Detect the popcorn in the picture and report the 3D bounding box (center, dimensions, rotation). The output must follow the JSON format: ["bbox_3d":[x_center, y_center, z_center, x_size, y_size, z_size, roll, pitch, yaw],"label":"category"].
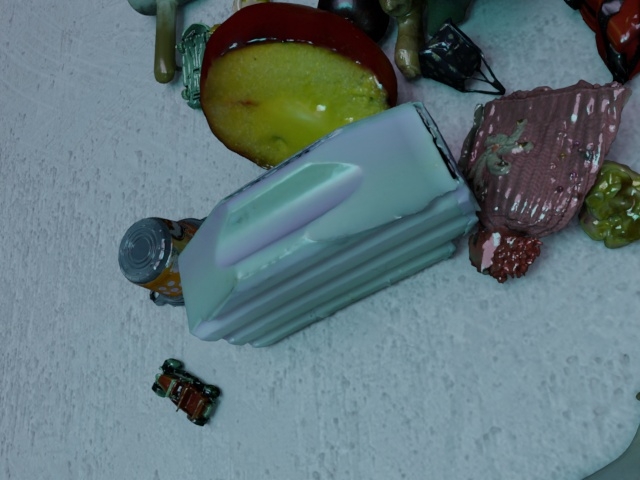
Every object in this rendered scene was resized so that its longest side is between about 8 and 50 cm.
[{"bbox_3d":[0.386,-0.050,0.680,0.097,0.089,0.109,-13,74,11],"label":"popcorn"}]

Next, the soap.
[{"bbox_3d":[0.000,0.000,0.770,0.446,0.261,0.156,-28,62,20],"label":"soap"}]

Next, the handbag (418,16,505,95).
[{"bbox_3d":[0.230,-0.269,0.819,0.139,0.115,0.072,36,95,13],"label":"handbag"}]

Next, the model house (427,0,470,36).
[{"bbox_3d":[0.223,-0.457,0.743,0.245,0.312,0.280,33,92,25],"label":"model house"}]

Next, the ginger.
[{"bbox_3d":[0.132,-0.380,0.871,0.059,0.133,0.213,-2,83,41],"label":"ginger"}]

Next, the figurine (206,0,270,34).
[{"bbox_3d":[-0.142,-0.407,1.046,0.157,0.131,0.246,11,61,-9],"label":"figurine"}]

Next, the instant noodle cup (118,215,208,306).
[{"bbox_3d":[-0.300,0.028,1.002,0.178,0.126,0.208,27,90,32],"label":"instant noodle cup"}]

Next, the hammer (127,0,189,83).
[{"bbox_3d":[-0.347,-0.497,1.187,0.202,0.113,0.305,-11,77,29],"label":"hammer"}]

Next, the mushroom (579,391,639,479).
[{"bbox_3d":[0.350,0.291,0.605,0.270,0.103,0.118,-45,66,-1],"label":"mushroom"}]

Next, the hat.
[{"bbox_3d":[0.271,-0.083,0.724,0.237,0.107,0.286,15,87,60],"label":"hat"}]

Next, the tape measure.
[{"bbox_3d":[0.462,-0.370,0.704,0.253,0.114,0.260,-25,66,20],"label":"tape measure"}]

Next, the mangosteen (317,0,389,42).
[{"bbox_3d":[0.063,-0.409,0.935,0.140,0.140,0.140,-8,73,27],"label":"mangosteen"}]

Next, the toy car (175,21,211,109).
[{"bbox_3d":[-0.251,-0.371,1.123,0.094,0.058,0.186,-8,85,26],"label":"toy car"}]

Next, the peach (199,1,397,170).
[{"bbox_3d":[-0.030,-0.232,0.852,0.338,0.281,0.281,40,97,31],"label":"peach"}]

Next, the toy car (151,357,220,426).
[{"bbox_3d":[-0.249,0.273,0.951,0.143,0.054,0.073,25,88,30],"label":"toy car"}]
